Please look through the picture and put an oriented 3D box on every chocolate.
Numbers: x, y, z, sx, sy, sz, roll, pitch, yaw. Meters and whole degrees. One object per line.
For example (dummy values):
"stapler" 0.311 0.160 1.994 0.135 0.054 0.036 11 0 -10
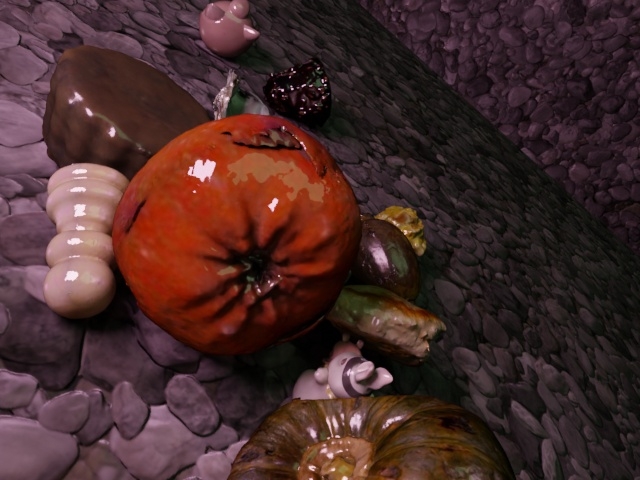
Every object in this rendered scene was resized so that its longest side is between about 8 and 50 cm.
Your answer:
"chocolate" -0.062 -0.323 1.085 0.133 0.156 0.156 -10 56 -17

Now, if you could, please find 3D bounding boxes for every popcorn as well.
"popcorn" 0.143 -0.012 0.941 0.106 0.116 0.121 20 75 -22

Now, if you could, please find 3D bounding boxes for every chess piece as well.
"chess piece" -0.259 0.003 0.545 0.094 0.094 0.171 15 46 -34

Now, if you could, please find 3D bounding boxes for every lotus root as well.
"lotus root" 0.101 0.034 0.839 0.120 0.120 0.210 5 52 -42

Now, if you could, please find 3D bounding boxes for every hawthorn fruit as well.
"hawthorn fruit" -0.090 -0.017 0.604 0.276 0.276 0.307 33 10 -13

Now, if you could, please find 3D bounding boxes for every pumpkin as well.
"pumpkin" 0.067 0.275 0.524 0.190 0.280 0.139 68 26 -24

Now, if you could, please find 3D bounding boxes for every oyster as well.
"oyster" -0.145 -0.211 0.888 0.252 0.087 0.199 58 27 10

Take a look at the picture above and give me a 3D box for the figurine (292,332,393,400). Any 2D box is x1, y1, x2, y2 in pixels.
"figurine" 0.023 0.159 0.604 0.081 0.146 0.098 15 42 -33

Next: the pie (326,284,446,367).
"pie" 0.077 0.111 0.700 0.178 0.205 0.084 28 79 -2

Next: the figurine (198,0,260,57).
"figurine" -0.202 -0.464 1.071 0.125 0.138 0.125 -2 95 -26

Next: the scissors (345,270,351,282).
"scissors" 0.000 0.000 0.766 0.138 0.041 0.289 32 10 -21

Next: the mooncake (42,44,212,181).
"mooncake" -0.261 -0.151 0.682 0.228 0.124 0.228 30 31 -20
